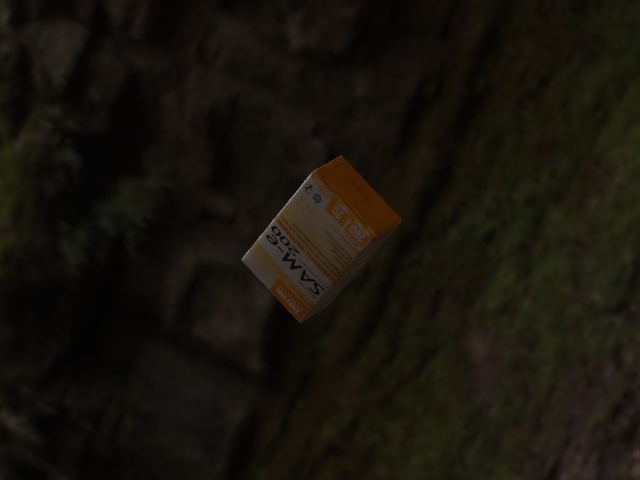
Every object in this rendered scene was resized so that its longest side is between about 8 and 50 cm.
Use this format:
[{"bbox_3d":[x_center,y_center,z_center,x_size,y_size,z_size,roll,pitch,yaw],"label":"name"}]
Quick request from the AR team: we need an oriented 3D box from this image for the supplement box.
[{"bbox_3d":[0.000,0.000,1.299,0.036,0.062,0.098,-32,-14,-51],"label":"supplement box"}]
